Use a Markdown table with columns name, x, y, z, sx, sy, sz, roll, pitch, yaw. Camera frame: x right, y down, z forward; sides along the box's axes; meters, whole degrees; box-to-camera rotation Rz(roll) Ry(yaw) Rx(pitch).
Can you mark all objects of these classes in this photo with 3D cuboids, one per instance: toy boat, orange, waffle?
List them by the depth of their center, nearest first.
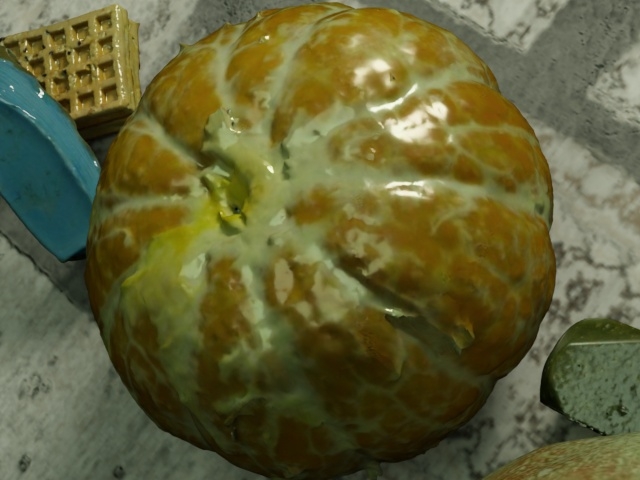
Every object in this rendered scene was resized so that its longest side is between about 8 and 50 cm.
| name | x | y | z | sx | sy | sz | roll | pitch | yaw |
| --- | --- | --- | --- | --- | --- | --- | --- | --- | --- |
| orange | 0.000 | 0.000 | 0.992 | 0.329 | 0.249 | 0.329 | -8 | 67 | 19 |
| toy boat | -0.219 | -0.070 | 1.163 | 0.075 | 0.077 | 0.185 | -32 | 100 | 19 |
| waffle | -0.220 | -0.130 | 1.219 | 0.148 | 0.042 | 0.102 | -12 | 73 | 19 |

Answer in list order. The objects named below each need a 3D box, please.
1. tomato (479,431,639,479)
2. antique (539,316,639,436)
| name | x | y | z | sx | sy | sz | roll | pitch | yaw |
| --- | --- | --- | --- | --- | --- | --- | --- | --- | --- |
| tomato | 0.168 | 0.254 | 0.809 | 0.304 | 0.239 | 0.303 | 0 | 61 | 0 |
| antique | 0.253 | 0.119 | 0.954 | 0.221 | 0.081 | 0.080 | 25 | 87 | 24 |
